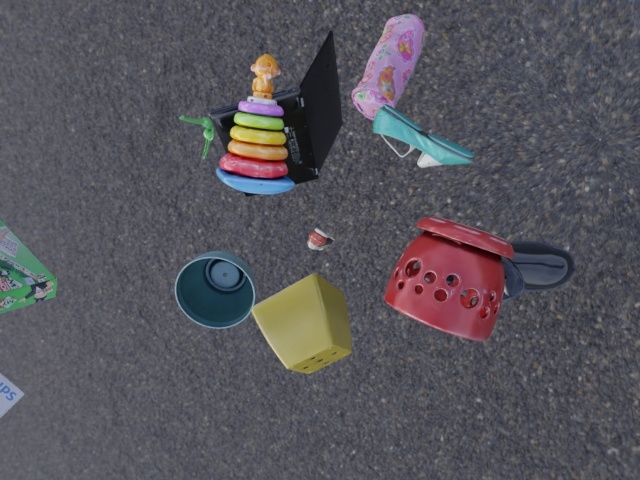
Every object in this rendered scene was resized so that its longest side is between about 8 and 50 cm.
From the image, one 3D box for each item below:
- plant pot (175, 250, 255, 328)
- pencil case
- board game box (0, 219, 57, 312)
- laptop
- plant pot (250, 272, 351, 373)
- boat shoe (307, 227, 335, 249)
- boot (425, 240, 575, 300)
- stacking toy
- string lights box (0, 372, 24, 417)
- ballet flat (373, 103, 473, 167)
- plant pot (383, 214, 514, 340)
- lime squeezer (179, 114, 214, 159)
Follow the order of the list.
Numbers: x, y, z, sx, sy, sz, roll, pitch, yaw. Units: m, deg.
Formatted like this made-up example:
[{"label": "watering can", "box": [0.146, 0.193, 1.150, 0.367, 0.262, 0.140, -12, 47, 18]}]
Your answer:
[{"label": "plant pot", "box": [-0.383, 0.161, 1.687, 0.293, 0.196, 0.293, 0, 110, 0]}, {"label": "pencil case", "box": [0.180, -0.454, 1.143, 0.124, 0.124, 0.284, 12, 68, 30]}, {"label": "board game box", "box": [-0.644, 0.027, 0.754, 0.317, 0.213, 0.046, 33, 119, 25]}, {"label": "laptop", "box": [-0.109, -0.387, 1.405, 0.408, 0.382, 0.236, -16, 57, -1]}, {"label": "plant pot", "box": [-0.030, 0.244, 1.203, 0.212, 0.212, 0.187, -29, 60, 12]}, {"label": "boat shoe", "box": [0.000, 0.000, 0.986, 0.049, 0.137, 0.043, 32, 93, 8]}, {"label": "boot", "box": [0.462, 0.065, 1.092, 0.367, 0.445, 0.146, 4, 90, 20]}, {"label": "stacking toy", "box": [-0.142, -0.271, 1.018, 0.166, 0.175, 0.302, -135, 50, -63]}, {"label": "string lights box", "box": [-0.473, 0.258, 0.466, 0.133, 0.260, 0.077, -32, 106, 26]}, {"label": "ballet flat", "box": [0.230, -0.223, 1.023, 0.247, 0.083, 0.087, 32, 118, 8]}, {"label": "plant pot", "box": [0.225, 0.058, 0.761, 0.191, 0.191, 0.174, 22, 97, 27]}, {"label": "lime squeezer", "box": [-0.502, -0.460, 1.890, 0.059, 0.310, 0.110, 31, 74, 12]}]
